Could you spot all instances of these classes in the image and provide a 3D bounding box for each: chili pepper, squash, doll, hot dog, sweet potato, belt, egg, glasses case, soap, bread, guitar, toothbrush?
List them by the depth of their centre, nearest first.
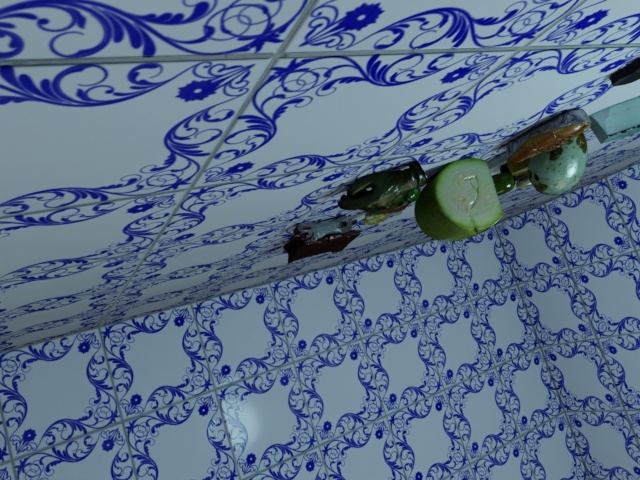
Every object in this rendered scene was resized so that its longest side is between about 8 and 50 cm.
[{"bbox_3d":[0.767,-0.420,1.261,0.088,0.025,0.233,-14,171,-17],"label":"guitar"},{"bbox_3d":[0.662,-0.301,1.630,0.144,0.075,0.268,-16,174,-31],"label":"hot dog"},{"bbox_3d":[0.954,-0.375,1.706,0.230,0.091,0.145,-21,171,12],"label":"soap"},{"bbox_3d":[0.262,-0.152,1.747,0.099,0.083,0.253,-17,176,2],"label":"chili pepper"},{"bbox_3d":[0.757,-0.253,1.756,0.169,0.169,0.231,-11,131,-36],"label":"egg"},{"bbox_3d":[0.433,-0.108,1.837,0.210,0.234,0.309,-15,169,-5],"label":"squash"},{"bbox_3d":[0.756,-0.288,1.881,0.234,0.079,0.064,-21,161,17],"label":"glasses case"},{"bbox_3d":[0.261,-0.127,1.937,0.205,0.068,0.060,-20,-147,22],"label":"sweet potato"},{"bbox_3d":[0.776,-0.230,1.937,0.214,0.053,0.073,-17,-177,-19],"label":"bread"},{"bbox_3d":[0.549,-0.238,1.940,0.037,0.028,0.375,-19,174,-31],"label":"toothbrush"},{"bbox_3d":[0.013,-0.039,1.958,0.232,0.071,0.053,-12,176,-34],"label":"belt"},{"bbox_3d":[0.527,-0.170,1.960,0.331,0.087,0.087,-13,172,7],"label":"squash"},{"bbox_3d":[0.232,-0.102,2.041,0.162,0.062,0.106,-26,173,38],"label":"doll"}]

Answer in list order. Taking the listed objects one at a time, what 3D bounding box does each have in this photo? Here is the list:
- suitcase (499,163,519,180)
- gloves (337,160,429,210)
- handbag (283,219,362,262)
[{"bbox_3d":[0.822,-0.286,2.069,0.285,0.066,0.206,-9,168,-45],"label":"suitcase"},{"bbox_3d":[0.175,-0.142,1.576,0.268,0.107,0.135,-18,141,18],"label":"gloves"},{"bbox_3d":[0.000,0.002,2.179,0.260,0.084,0.275,-11,169,-23],"label":"handbag"}]
